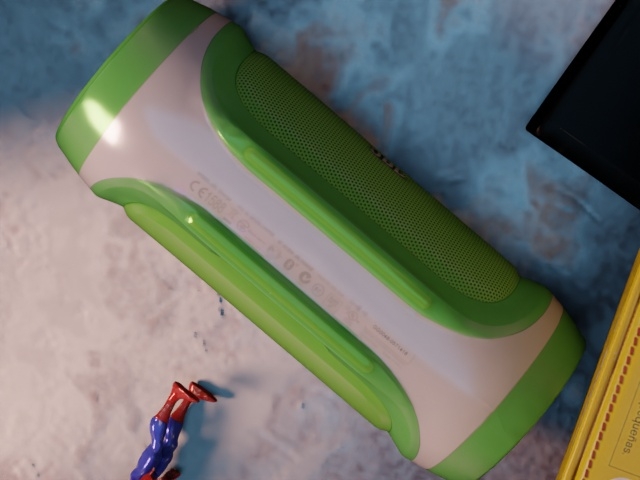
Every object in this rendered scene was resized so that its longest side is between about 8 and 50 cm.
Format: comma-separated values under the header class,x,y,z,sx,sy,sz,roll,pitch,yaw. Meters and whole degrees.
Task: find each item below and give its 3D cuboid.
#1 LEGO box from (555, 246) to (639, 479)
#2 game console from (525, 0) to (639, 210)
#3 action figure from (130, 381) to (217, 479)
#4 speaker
class,x,y,z,sx,sy,sz,roll,pitch,yaw
LEGO box,0.314,0.118,0.930,0.372,0.193,0.500,20,98,8
game console,0.136,-0.172,1.047,0.361,0.044,0.213,34,101,0
action figure,-0.102,0.138,1.126,0.030,0.038,0.115,37,101,17
speaker,0.000,0.000,1.046,0.296,0.131,0.131,40,101,-1
